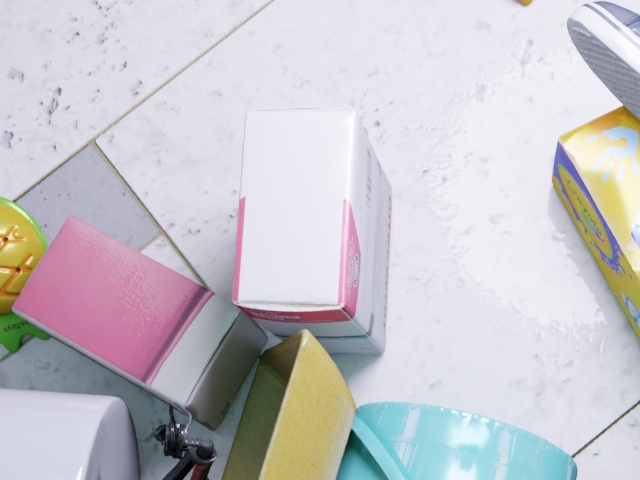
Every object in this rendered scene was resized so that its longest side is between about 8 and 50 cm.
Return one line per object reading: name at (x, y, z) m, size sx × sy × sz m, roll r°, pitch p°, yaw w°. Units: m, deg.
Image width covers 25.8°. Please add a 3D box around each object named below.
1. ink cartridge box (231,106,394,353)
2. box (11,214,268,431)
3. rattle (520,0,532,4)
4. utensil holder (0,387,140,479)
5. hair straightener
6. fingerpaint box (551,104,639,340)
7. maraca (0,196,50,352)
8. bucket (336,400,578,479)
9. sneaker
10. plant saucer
ink cartridge box at (0.000, 0.000, 1.484) m, size 0.117 × 0.283 × 0.207 m, roll 0°, pitch 76°, yaw 11°
box at (-0.195, 0.092, 1.545) m, size 0.232 × 0.148 × 0.127 m, roll 27°, pitch 79°, yaw 16°
rattle at (0.181, -0.386, 1.686) m, size 0.199 × 0.143 × 0.130 m, roll 14°, pitch 45°, yaw 25°
utensil holder at (-0.403, 0.307, 1.442) m, size 0.385 × 0.327 × 0.328 m, roll 2°, pitch 77°, yaw 4°
hair straightener at (-0.156, 0.233, 1.476) m, size 0.047 × 0.230 × 0.089 m, roll -38°, pitch 74°, yaw -24°
fingerpaint box at (0.511, 0.021, 1.477) m, size 0.371 × 0.163 × 0.445 m, roll -27°, pitch 73°, yaw -1°
maraca at (-0.370, 0.038, 1.618) m, size 0.127 × 0.099 × 0.186 m, roll -20°, pitch 101°, yaw 4°
bucket at (0.122, 0.287, 1.407) m, size 0.281 × 0.281 × 0.183 m, roll 13°, pitch 68°, yaw 10°
sneaker at (0.396, -0.145, 1.389) m, size 0.321 × 0.126 × 0.127 m, roll 43°, pitch 87°, yaw 6°
plant saucer at (-0.053, 0.270, 1.415) m, size 0.081 × 0.333 × 0.333 m, roll 18°, pitch 79°, yaw -7°
